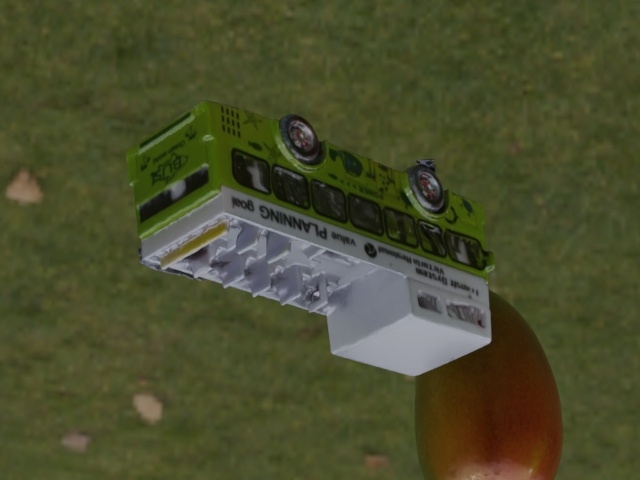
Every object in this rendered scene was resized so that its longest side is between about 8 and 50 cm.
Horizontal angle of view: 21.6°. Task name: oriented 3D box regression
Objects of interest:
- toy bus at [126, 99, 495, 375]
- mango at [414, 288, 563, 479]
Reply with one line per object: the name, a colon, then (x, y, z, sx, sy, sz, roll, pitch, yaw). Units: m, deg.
toy bus: (0.000, 0.000, 1.255, 0.302, 0.139, 0.113, 19, 144, -41)
mango: (0.147, 0.141, 1.533, 0.129, 0.289, 0.146, 6, 136, -16)
